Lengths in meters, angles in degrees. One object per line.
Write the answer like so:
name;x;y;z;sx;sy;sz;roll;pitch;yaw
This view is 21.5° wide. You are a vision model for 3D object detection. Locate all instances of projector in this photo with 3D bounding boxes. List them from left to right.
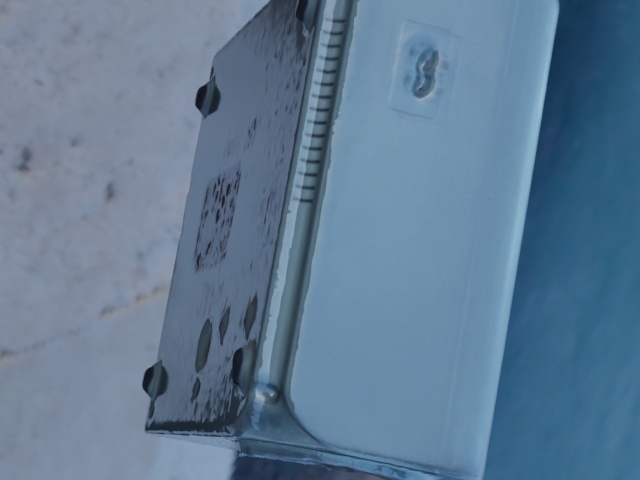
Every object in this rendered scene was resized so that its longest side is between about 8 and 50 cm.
projector;0.000;0.000;0.741;0.108;0.250;0.198;12;82;-16
